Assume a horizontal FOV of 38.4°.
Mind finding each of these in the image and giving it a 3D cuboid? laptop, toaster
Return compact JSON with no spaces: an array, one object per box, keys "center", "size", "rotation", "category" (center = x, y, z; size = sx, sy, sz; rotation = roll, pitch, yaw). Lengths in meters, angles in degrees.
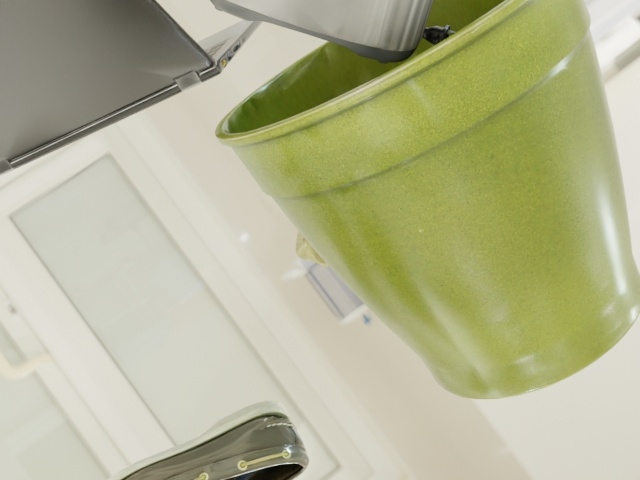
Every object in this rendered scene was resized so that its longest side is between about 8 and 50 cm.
[{"center":[-0.325,-0.256,1.165],"size":[0.382,0.236,0.408],"rotation":[-20,-158,20],"category":"laptop"},{"center":[0.022,-0.247,0.753],"size":[0.129,0.227,0.146],"rotation":[-71,180,-50],"category":"toaster"}]

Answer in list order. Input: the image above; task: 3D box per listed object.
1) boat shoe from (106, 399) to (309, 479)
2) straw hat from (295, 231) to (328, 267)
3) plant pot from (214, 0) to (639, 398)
[{"center":[-0.159,0.304,1.098],"size":[0.305,0.091,0.109],"rotation":[-29,139,-8],"category":"boat shoe"},{"center":[0.000,0.000,1.152],"size":[0.061,0.144,0.144],"rotation":[-58,-176,-20],"category":"straw hat"},{"center":[0.144,-0.048,0.909],"size":[0.367,0.353,0.366],"rotation":[-28,-163,9],"category":"plant pot"}]
